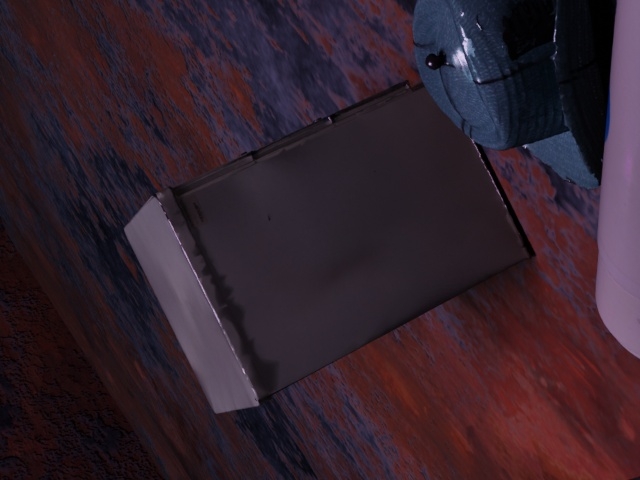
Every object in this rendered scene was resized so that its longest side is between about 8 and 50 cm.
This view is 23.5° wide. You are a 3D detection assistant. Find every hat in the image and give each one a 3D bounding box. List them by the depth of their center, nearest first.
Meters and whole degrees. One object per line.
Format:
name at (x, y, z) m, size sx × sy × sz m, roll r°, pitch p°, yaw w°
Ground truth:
hat at (0.093, -0.101, 0.832) m, size 0.138 × 0.078 × 0.190 m, roll 43°, pitch 154°, yaw 53°

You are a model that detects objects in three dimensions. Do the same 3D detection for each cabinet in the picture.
cabinet at (0.000, 0.000, 1.028) m, size 0.150 × 0.206 × 0.145 m, roll 63°, pitch 163°, yaw 1°

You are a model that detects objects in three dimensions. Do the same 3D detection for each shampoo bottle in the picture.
shampoo bottle at (0.171, -0.036, 0.684) m, size 0.092 × 0.092 × 0.303 m, roll 50°, pitch 159°, yaw 36°

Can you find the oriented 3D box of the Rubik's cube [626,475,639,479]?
Rubik's cube at (0.122, 0.386, 0.905) m, size 0.351 × 0.347 × 0.352 m, roll 55°, pitch 146°, yaw 27°
